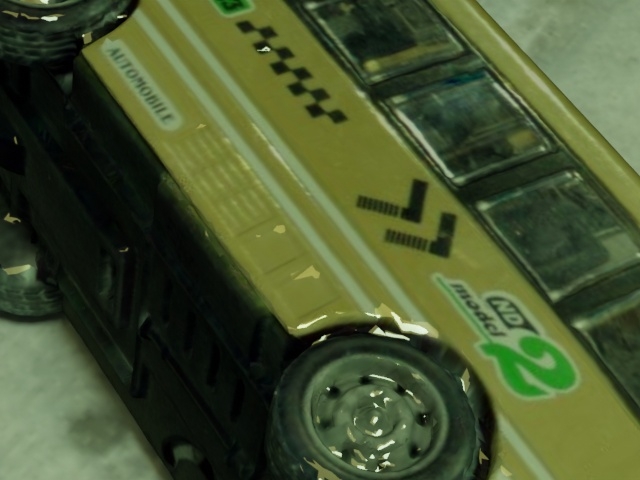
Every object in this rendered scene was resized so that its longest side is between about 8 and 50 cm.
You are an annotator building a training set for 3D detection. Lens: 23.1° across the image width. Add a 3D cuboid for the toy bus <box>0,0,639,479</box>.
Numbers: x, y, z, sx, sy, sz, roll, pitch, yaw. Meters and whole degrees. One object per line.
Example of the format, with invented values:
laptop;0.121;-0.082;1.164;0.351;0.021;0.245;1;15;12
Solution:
toy bus;0.000;0.000;0.579;0.202;0.177;0.365;-23;60;-27
